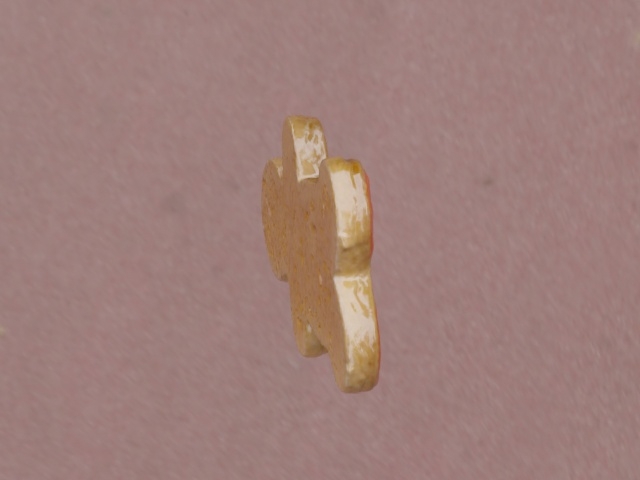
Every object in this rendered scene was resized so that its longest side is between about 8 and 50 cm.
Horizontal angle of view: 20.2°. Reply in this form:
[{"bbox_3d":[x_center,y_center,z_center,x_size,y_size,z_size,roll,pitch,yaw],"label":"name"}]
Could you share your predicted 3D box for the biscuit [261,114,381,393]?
[{"bbox_3d":[0.001,0.000,1.185,0.036,0.250,0.165,-5,101,-12],"label":"biscuit"}]
